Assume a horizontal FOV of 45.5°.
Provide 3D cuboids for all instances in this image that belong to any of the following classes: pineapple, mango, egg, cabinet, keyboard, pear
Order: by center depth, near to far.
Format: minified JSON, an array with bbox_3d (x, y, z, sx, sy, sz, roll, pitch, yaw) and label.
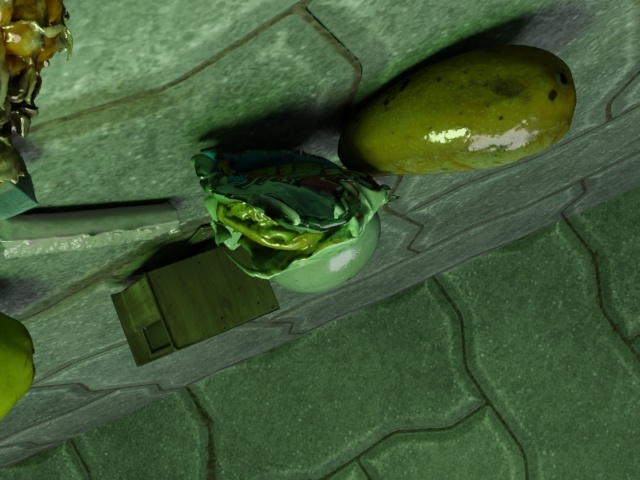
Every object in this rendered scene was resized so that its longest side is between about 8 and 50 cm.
[{"bbox_3d":[-0.223,-0.137,0.539,0.140,0.164,0.250,-28,163,-10],"label":"pineapple"},{"bbox_3d":[0.174,-0.169,1.036,0.329,0.175,0.176,-6,145,14],"label":"mango"},{"bbox_3d":[-0.542,0.179,1.078,0.269,0.212,0.212,-2,156,-34],"label":"pear"},{"bbox_3d":[0.000,0.000,1.320,0.236,0.169,0.169,-32,163,31],"label":"egg"},{"bbox_3d":[-0.213,0.003,1.323,0.049,0.015,0.129,-17,165,-41],"label":"keyboard"},{"bbox_3d":[-0.223,0.104,1.338,0.215,0.148,0.175,-21,176,-37],"label":"cabinet"}]

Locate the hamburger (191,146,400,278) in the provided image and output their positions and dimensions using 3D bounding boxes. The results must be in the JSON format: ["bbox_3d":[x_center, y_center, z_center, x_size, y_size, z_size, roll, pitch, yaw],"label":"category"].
[{"bbox_3d":[-0.053,-0.032,1.008,0.260,0.150,0.276,15,-164,20],"label":"hamburger"}]

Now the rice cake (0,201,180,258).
[{"bbox_3d":[-0.305,-0.019,1.030,0.270,0.055,0.049,-8,148,-44],"label":"rice cake"}]

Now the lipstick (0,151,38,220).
[{"bbox_3d":[-0.347,-0.095,0.671,0.068,0.066,0.317,-22,165,-4],"label":"lipstick"}]
